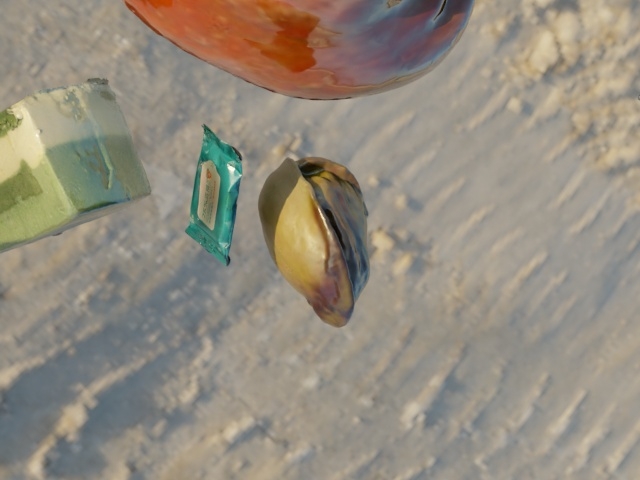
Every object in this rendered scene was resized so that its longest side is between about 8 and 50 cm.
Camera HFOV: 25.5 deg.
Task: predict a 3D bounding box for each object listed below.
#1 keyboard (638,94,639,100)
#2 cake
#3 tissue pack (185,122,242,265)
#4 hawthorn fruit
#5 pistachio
[{"bbox_3d":[0.418,-0.221,1.565,0.176,0.055,0.014,-60,170,1],"label":"keyboard"},{"bbox_3d":[-0.373,-0.069,1.677,0.283,0.158,0.172,-21,-178,13],"label":"cake"},{"bbox_3d":[-0.114,-0.050,1.560,0.028,0.085,0.138,-8,123,-37],"label":"tissue pack"},{"bbox_3d":[-0.009,-0.215,0.833,0.284,0.284,0.284,-27,136,-29],"label":"hawthorn fruit"},{"bbox_3d":[0.000,0.000,1.669,0.130,0.210,0.165,-13,176,-10],"label":"pistachio"}]
